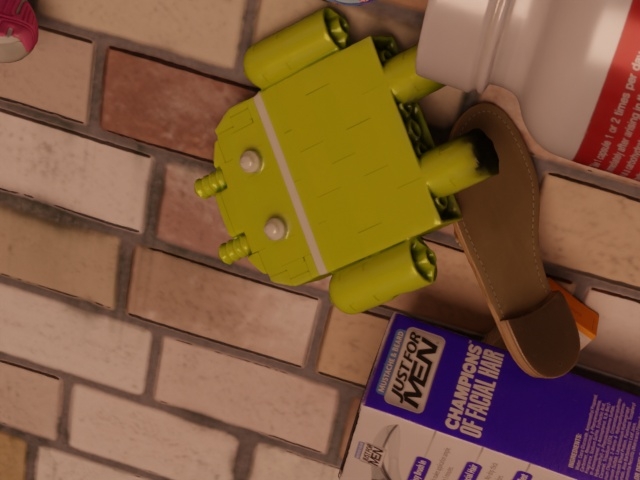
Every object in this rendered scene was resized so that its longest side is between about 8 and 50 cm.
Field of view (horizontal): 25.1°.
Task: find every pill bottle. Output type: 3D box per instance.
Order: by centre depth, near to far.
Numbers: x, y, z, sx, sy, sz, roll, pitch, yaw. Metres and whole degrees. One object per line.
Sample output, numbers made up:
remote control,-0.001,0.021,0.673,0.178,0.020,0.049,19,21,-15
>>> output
pill bottle,0.285,-0.142,1.017,0.408,0.229,0.229,17,125,5

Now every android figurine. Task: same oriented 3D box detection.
android figurine,0.010,-0.063,1.211,0.273,0.056,0.248,-22,85,30

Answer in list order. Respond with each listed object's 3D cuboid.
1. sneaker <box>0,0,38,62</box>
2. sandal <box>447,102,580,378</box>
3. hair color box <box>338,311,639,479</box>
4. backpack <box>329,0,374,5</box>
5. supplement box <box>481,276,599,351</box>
sneaker,-0.360,-0.178,1.277,0.252,0.103,0.111,8,128,19
sandal,0.148,0.005,1.241,0.079,0.088,0.240,-11,99,68
hair color box,0.197,0.198,1.298,0.339,0.110,0.185,18,150,4
backpack,0.019,-0.256,1.095,0.158,0.117,0.173,26,128,1
supplement box,0.197,0.088,1.305,0.062,0.036,0.098,37,124,-9
